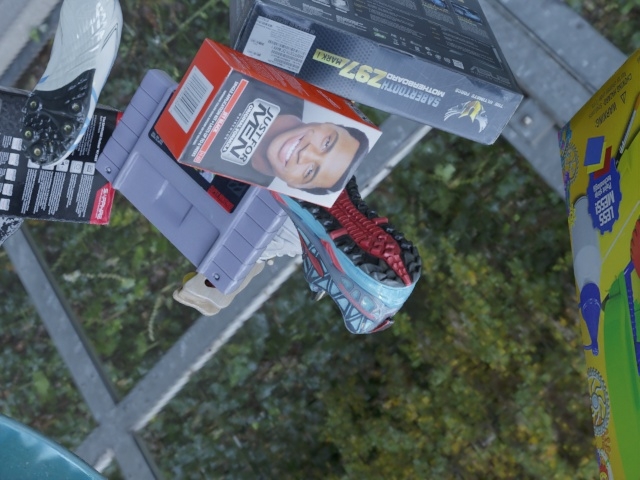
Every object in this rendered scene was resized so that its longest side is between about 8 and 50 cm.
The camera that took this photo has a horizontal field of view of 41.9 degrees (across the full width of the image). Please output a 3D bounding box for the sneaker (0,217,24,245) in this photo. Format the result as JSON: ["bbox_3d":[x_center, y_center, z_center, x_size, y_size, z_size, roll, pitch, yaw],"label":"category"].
[{"bbox_3d":[-0.747,-0.029,1.828,0.270,0.145,0.090,-39,133,17],"label":"sneaker"}]

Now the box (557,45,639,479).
[{"bbox_3d":[0.250,0.026,0.356,0.177,0.279,0.290,-1,165,-5],"label":"box"}]

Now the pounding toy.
[{"bbox_3d":[-0.195,0.027,1.800,0.269,0.154,0.155,-48,-172,-34],"label":"pounding toy"}]

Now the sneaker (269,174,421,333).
[{"bbox_3d":[0.000,0.000,0.935,0.104,0.262,0.125,-7,133,-31],"label":"sneaker"}]

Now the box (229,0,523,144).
[{"bbox_3d":[0.040,-0.183,0.708,0.233,0.183,0.059,15,129,-19],"label":"box"}]

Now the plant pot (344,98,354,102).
[{"bbox_3d":[0.041,-0.369,1.576,0.212,0.212,0.187,-34,-177,18],"label":"plant pot"}]

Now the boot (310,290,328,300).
[{"bbox_3d":[0.058,0.092,1.854,0.137,0.076,0.198,5,161,-13],"label":"boot"}]

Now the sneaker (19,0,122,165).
[{"bbox_3d":[-0.296,-0.199,1.022,0.086,0.085,0.237,60,46,-80],"label":"sneaker"}]

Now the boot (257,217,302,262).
[{"bbox_3d":[-0.070,-0.004,1.518,0.123,0.258,0.095,-55,177,26],"label":"boot"}]

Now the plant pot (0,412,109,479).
[{"bbox_3d":[-0.333,0.356,0.666,0.334,0.341,0.341,-51,152,1],"label":"plant pot"}]

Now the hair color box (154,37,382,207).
[{"bbox_3d":[-0.032,-0.074,0.564,0.141,0.043,0.072,13,119,-45],"label":"hair color box"}]

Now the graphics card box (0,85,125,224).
[{"bbox_3d":[-0.546,-0.157,1.525,0.371,0.094,0.232,2,107,-46],"label":"graphics card box"}]

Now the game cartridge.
[{"bbox_3d":[-0.221,-0.106,1.448,0.230,0.355,0.068,-55,163,27],"label":"game cartridge"}]
